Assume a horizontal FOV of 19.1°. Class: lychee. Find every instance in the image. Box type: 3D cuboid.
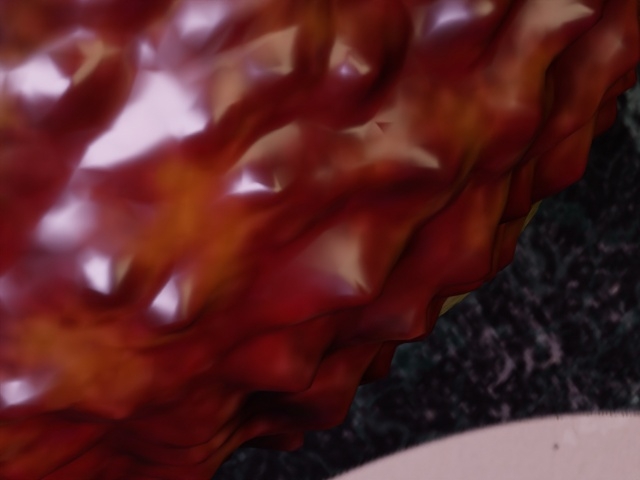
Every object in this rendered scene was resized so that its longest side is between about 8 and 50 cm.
[{"bbox_3d":[-0.082,-0.136,0.641,0.424,0.424,0.500,28,98,-32],"label":"lychee"}]

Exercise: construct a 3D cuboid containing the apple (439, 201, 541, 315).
[{"bbox_3d":[0.000,0.000,0.866,0.265,0.193,0.120,-28,123,-25],"label":"apple"}]
